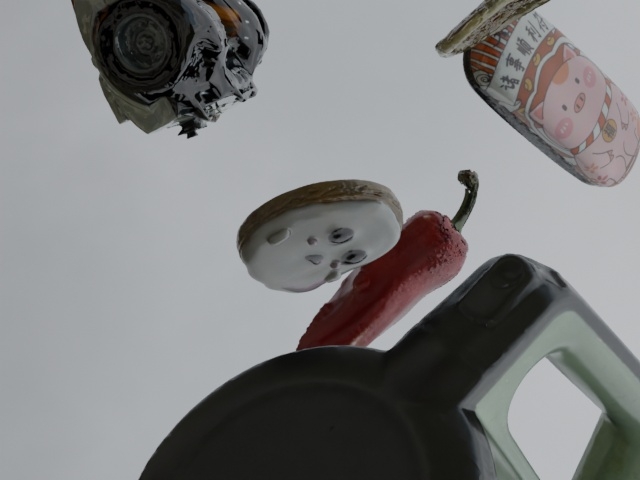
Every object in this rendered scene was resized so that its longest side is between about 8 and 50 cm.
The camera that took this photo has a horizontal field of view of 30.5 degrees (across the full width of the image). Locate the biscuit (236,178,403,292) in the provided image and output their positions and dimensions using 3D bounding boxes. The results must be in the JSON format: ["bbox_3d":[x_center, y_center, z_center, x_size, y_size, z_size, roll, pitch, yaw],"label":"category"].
[{"bbox_3d":[0.000,0.000,1.394,0.208,0.181,0.049,-23,-122,22],"label":"biscuit"}]

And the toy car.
[{"bbox_3d":[-0.149,-0.223,0.900,0.118,0.193,0.301,-30,-87,21],"label":"toy car"}]

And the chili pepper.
[{"bbox_3d":[0.094,0.060,1.589,0.387,0.110,0.110,-42,-136,-10],"label":"chili pepper"}]

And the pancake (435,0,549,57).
[{"bbox_3d":[0.160,-0.203,1.041,0.139,0.139,0.022,-32,-93,41],"label":"pancake"}]

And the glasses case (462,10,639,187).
[{"bbox_3d":[0.250,-0.150,1.241,0.067,0.266,0.103,5,-112,53],"label":"glasses case"}]

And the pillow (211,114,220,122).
[{"bbox_3d":[-0.215,-0.280,1.747,0.236,0.084,0.223,-168,-118,-71],"label":"pillow"}]

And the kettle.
[{"bbox_3d":[0.096,0.217,0.748,0.361,0.377,0.250,-42,-136,-8],"label":"kettle"}]
